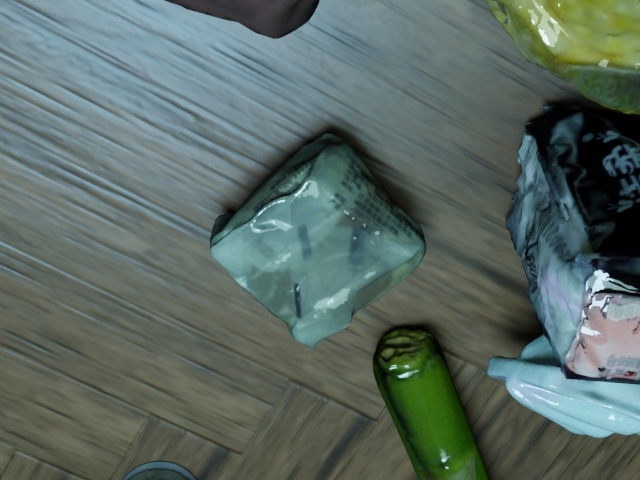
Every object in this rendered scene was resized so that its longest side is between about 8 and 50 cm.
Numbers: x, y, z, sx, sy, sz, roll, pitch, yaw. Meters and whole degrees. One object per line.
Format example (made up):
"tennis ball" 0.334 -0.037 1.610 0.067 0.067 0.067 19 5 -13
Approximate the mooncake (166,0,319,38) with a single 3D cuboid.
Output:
"mooncake" -0.092 -0.250 0.648 0.326 0.174 0.334 37 129 -23

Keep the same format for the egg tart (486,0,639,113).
"egg tart" 0.284 -0.267 0.696 0.443 0.178 0.443 -1 114 -3

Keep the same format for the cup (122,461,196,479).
"cup" -0.126 0.248 0.954 0.074 0.099 0.102 -31 112 12

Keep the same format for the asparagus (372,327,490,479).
"asparagus" 0.109 0.193 0.960 0.060 0.067 0.277 -31 119 -18

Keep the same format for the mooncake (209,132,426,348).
"mooncake" 0.000 0.000 0.862 0.130 0.073 0.125 -36 114 15

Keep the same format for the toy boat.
"toy boat" 0.276 0.115 0.882 0.290 0.199 0.100 17 81 -17

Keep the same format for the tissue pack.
"tissue pack" 0.302 0.012 0.787 0.333 0.245 0.123 6 115 -4
